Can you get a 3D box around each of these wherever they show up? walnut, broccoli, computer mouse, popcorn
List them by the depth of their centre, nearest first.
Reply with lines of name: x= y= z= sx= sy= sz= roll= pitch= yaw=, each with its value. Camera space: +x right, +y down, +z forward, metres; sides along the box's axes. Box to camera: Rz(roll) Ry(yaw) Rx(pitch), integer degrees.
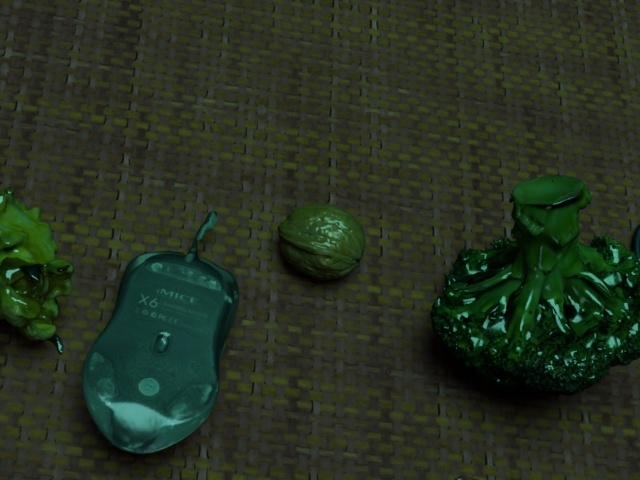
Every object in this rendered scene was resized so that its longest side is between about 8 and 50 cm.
popcorn: x=-0.388 y=0.031 z=1.556 sx=0.195 sy=0.174 sz=0.168 roll=25 pitch=34 yaw=13
computer mouse: x=-0.189 y=0.113 z=1.587 sx=0.167 sy=0.090 sz=0.379 roll=20 pitch=50 yaw=-2
broccoli: x=0.282 y=0.057 z=1.636 sx=0.297 sy=0.297 sz=0.298 roll=-8 pitch=28 yaw=4
walnut: x=0.000 y=0.000 z=1.700 sx=0.124 sy=0.105 sz=0.105 roll=22 pitch=55 yaw=13

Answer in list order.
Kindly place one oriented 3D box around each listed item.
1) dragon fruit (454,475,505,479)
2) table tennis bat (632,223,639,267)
dragon fruit: x=0.205 y=0.424 z=1.446 sx=0.290 sy=0.189 sz=0.291 roll=3 pitch=55 yaw=-4
table tennis bat: x=0.524 y=0.055 z=1.847 sx=0.150 sy=0.027 sz=0.236 roll=22 pitch=54 yaw=-1
